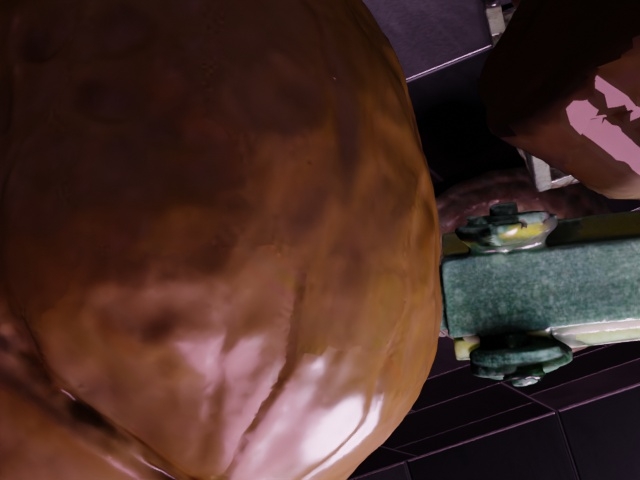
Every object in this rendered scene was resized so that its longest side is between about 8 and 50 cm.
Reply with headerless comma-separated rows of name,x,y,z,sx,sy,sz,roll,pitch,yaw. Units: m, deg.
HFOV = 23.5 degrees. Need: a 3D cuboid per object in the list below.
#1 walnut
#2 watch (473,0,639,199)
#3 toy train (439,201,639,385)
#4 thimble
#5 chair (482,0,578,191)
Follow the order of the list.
walnut,-0.097,-0.010,0.913,0.354,0.398,0.308,-32,146,29
watch,0.077,-0.240,0.439,0.327,0.335,0.314,40,136,-14
toy train,0.279,0.030,1.398,0.397,0.160,0.253,-6,-177,8
thimble,0.208,0.032,1.619,0.229,0.196,0.148,-18,163,9
chair,0.225,-0.119,1.282,0.147,0.136,0.270,-17,166,7
